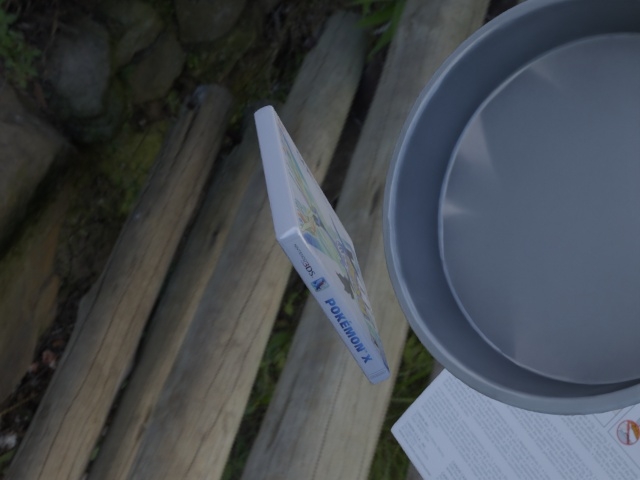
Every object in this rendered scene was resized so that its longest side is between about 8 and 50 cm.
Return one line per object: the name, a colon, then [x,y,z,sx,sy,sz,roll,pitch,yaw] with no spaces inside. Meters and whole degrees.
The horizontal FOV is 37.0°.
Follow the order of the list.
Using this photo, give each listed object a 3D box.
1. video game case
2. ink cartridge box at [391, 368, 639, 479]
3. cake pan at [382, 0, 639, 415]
video game case: [0.000,0.000,1.375,0.300,0.036,0.329,58,11,-36]
ink cartridge box: [0.306,0.235,1.242,0.091,0.385,0.308,23,23,-46]
cake pan: [0.175,-0.028,0.656,0.054,0.293,0.293,15,50,-49]
